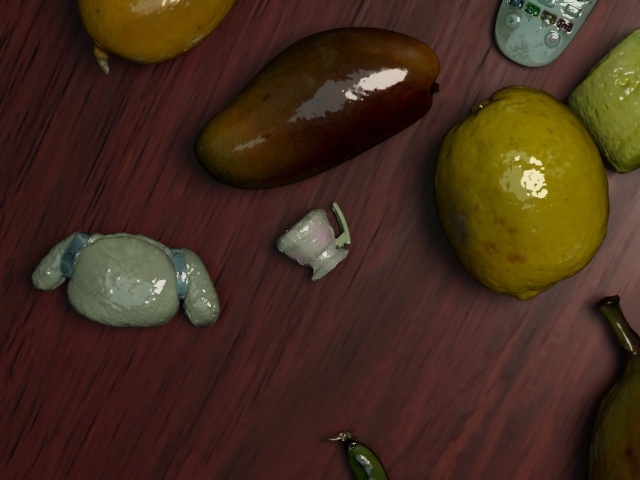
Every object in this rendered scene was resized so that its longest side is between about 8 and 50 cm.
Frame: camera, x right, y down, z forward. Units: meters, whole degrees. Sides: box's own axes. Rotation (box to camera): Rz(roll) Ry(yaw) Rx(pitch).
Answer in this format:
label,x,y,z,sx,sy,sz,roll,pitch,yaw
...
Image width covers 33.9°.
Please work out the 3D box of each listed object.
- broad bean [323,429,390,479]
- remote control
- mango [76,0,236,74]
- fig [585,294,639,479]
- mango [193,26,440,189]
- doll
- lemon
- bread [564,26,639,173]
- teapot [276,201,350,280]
label,x,y,z,sx,sy,sz,roll,pitch,yaw
broad bean,0.053,0.315,1.138,0.069,0.039,0.226,-9,91,4
remote control,0.258,-0.298,1.068,0.097,0.045,0.256,31,100,8
mango,-0.152,-0.315,1.099,0.177,0.119,0.316,24,92,15
fig,0.326,0.186,1.036,0.145,0.170,0.274,-36,64,51
mango,-0.006,-0.140,1.085,0.268,0.111,0.133,-25,105,9
doll,-0.212,0.044,1.150,0.214,0.071,0.103,10,96,5
lemon,0.197,-0.046,1.033,0.170,0.170,0.207,-18,98,10
bread,0.318,-0.138,1.039,0.129,0.111,0.114,-43,78,5
teapot,0.000,0.000,1.123,0.083,0.064,0.064,-42,94,-22
